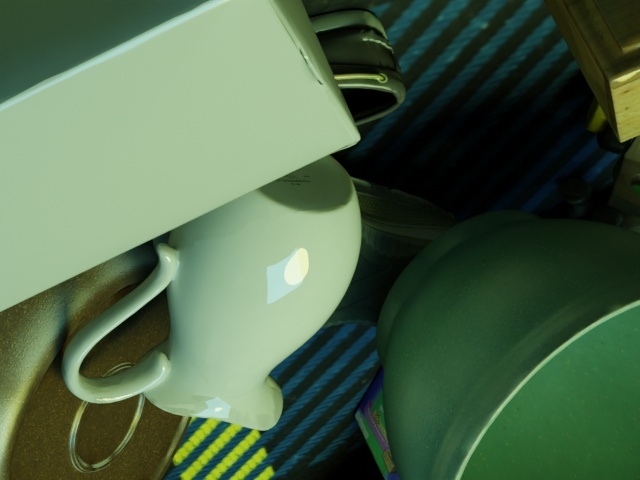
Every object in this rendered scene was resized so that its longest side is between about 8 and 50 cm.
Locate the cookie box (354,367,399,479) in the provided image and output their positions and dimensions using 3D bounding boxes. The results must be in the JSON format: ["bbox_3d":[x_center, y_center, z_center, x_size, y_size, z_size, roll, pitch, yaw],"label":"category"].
[{"bbox_3d":[0.081,0.165,1.676,0.040,0.092,0.107,-6,144,-30],"label":"cookie box"}]

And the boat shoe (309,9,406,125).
[{"bbox_3d":[-0.055,-0.093,1.247,0.227,0.069,0.081,-18,147,-6],"label":"boat shoe"}]

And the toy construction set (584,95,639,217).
[{"bbox_3d":[0.331,-0.057,1.333,0.257,0.309,0.237,5,144,-22],"label":"toy construction set"}]

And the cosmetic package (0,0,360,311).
[{"bbox_3d":[-0.186,-0.080,1.114,0.365,0.155,0.197,-26,148,5],"label":"cosmetic package"}]

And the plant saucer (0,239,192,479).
[{"bbox_3d":[-0.171,0.122,1.334,0.310,0.050,0.311,-42,145,-39],"label":"plant saucer"}]

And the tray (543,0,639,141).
[{"bbox_3d":[0.335,-0.234,1.143,0.411,0.203,0.076,-23,146,2],"label":"tray"}]

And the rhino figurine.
[{"bbox_3d":[0.237,-0.003,1.541,0.243,0.073,0.106,-20,144,1],"label":"rhino figurine"}]

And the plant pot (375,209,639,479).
[{"bbox_3d":[0.161,0.098,1.356,0.293,0.196,0.293,-21,134,-23],"label":"plant pot"}]

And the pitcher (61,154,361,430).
[{"bbox_3d":[-0.073,0.033,1.226,0.177,0.125,0.207,-2,133,-32],"label":"pitcher"}]

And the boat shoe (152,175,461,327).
[{"bbox_3d":[0.002,-0.002,1.387,0.320,0.103,0.118,8,120,-36],"label":"boat shoe"}]
